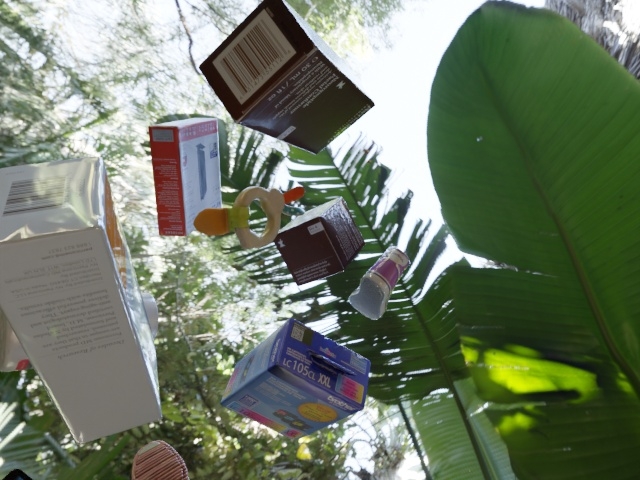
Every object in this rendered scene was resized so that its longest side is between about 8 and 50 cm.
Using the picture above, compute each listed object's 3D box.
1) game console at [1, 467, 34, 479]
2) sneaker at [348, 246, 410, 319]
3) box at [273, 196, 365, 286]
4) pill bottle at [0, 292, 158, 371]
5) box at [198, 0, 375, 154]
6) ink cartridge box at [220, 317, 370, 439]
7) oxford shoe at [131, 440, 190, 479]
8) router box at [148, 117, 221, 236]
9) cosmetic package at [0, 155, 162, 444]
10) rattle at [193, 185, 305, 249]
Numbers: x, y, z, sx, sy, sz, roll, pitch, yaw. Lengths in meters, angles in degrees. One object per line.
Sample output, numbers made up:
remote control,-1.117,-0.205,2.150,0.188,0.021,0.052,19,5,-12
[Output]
game console,-0.567,0.505,0.851,0.144,0.124,0.085,33,-102,7
sneaker,0.172,0.113,1.271,0.102,0.282,0.161,37,-115,8
box,0.000,0.000,1.358,0.168,0.203,0.167,-21,-78,29
pill bottle,-0.551,0.192,1.076,0.176,0.318,0.176,-4,-95,46
box,-0.043,-0.303,0.937,0.191,0.381,0.143,-37,-99,19
ink cartridge box,-0.054,0.371,1.249,0.270,0.151,0.395,31,-48,-16
oxford shoe,-0.384,0.704,1.215,0.397,0.140,0.147,41,-36,45
router box,-0.390,-0.203,1.398,0.082,0.335,0.301,2,-71,5
cosmetic package,-0.403,0.113,0.809,0.230,0.161,0.453,-121,-154,-47
rattle,-0.140,-0.058,0.991,0.142,0.200,0.130,-20,-71,40
